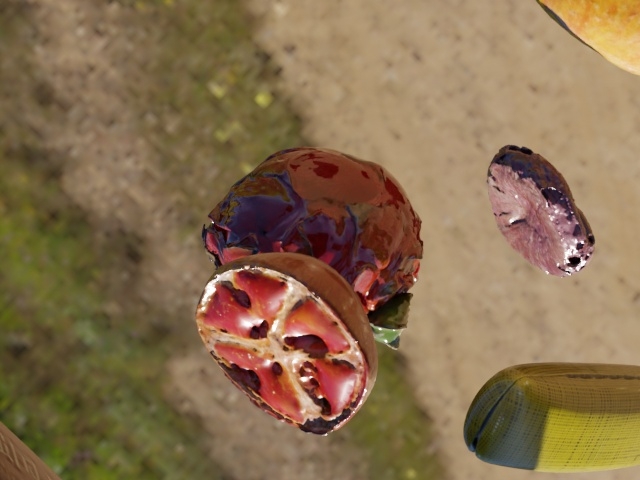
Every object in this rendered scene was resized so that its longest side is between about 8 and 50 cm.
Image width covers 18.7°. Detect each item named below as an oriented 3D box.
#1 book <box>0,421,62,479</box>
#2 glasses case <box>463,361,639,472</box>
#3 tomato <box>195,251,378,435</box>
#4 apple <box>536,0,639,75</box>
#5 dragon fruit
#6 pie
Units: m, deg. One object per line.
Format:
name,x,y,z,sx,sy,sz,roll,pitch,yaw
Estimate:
book,-0.176,0.252,1.308,0.262,0.028,0.374,49,-174,-36
glasses case,0.186,0.127,1.394,0.234,0.079,0.064,6,-149,-49
tomato,-0.014,0.063,1.461,0.155,0.069,0.156,22,135,23
apple,0.355,-0.308,1.887,0.299,0.299,0.275,39,128,9
dragon fruit,0.000,0.000,1.737,0.209,0.172,0.172,24,157,8
pie,0.217,-0.029,1.961,0.153,0.038,0.153,44,160,21
